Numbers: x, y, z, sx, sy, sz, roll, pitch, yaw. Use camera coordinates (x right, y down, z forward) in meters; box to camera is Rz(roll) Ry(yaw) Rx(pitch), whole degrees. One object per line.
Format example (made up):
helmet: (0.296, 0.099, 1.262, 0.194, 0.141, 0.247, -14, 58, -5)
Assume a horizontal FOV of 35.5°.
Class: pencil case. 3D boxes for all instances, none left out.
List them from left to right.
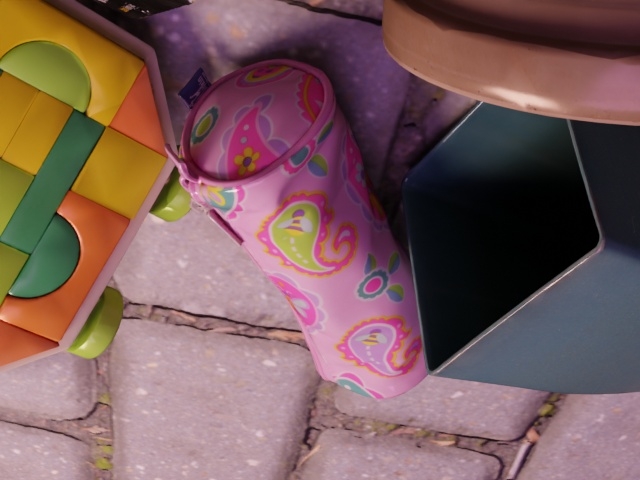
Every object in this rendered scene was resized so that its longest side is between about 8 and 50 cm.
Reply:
pencil case: (0.000, 0.000, 0.727, 0.124, 0.124, 0.284, -12, 138, 20)

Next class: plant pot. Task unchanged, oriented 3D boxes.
plant pot: (0.205, 0.009, 0.685, 0.234, 0.166, 0.165, 17, 139, -26)
plant pot: (0.150, -0.146, 0.480, 0.237, 0.237, 0.110, 3, 117, 5)

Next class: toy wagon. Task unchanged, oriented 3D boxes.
toy wagon: (-0.241, -0.005, 0.653, 0.267, 0.068, 0.344, 29, 94, -33)

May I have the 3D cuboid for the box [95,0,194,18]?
box: (-0.174, -0.180, 0.424, 0.257, 0.322, 0.079, 20, 96, -17)
